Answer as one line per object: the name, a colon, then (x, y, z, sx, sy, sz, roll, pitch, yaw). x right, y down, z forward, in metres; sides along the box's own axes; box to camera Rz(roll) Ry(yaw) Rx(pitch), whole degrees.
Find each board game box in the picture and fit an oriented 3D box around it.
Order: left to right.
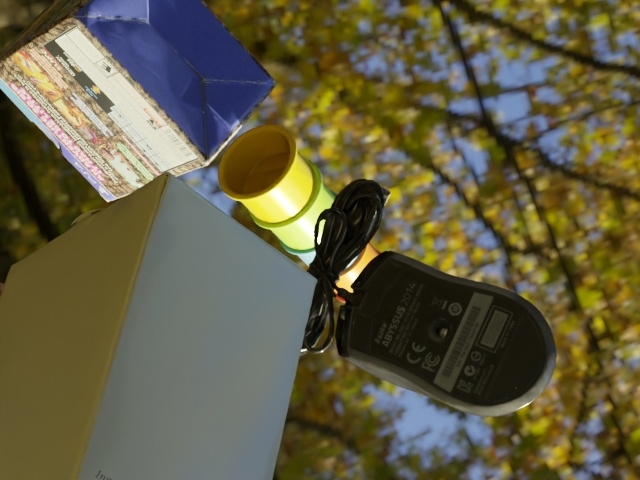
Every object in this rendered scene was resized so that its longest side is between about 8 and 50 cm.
board game box: (-0.233, -0.195, 2.066, 0.232, 0.141, 0.291, 48, -27, -16)

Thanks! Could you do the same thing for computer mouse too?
computer mouse: (0.100, 0.075, 1.610, 0.272, 0.072, 0.188, 27, -98, 23)

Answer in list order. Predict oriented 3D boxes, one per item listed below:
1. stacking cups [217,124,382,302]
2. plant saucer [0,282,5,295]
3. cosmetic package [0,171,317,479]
stacking cups: (0.000, 0.000, 1.919, 0.096, 0.096, 0.316, 29, -15, 41)
plant saucer: (-0.237, 0.062, 1.319, 0.083, 0.083, 0.013, 46, -62, 30)
cosmetic package: (-0.147, 0.161, 1.139, 0.155, 0.366, 0.197, 36, -41, -27)
